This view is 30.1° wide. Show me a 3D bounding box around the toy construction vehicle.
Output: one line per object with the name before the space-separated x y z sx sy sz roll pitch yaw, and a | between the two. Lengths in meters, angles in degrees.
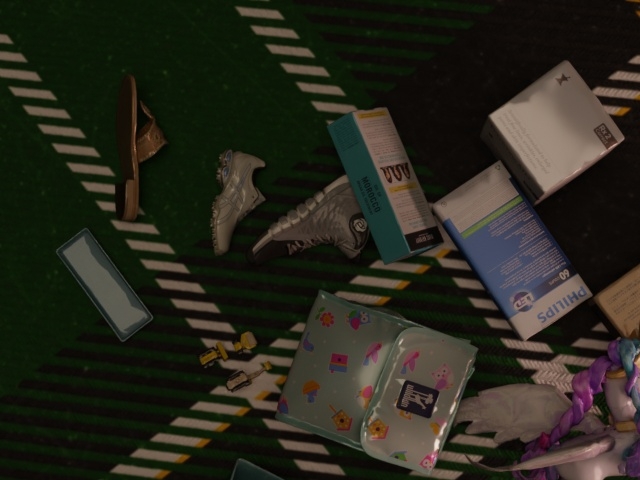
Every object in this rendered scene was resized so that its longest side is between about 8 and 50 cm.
toy construction vehicle | -0.138 0.200 1.943 0.098 0.035 0.086 -31 73 -2

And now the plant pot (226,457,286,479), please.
plant pot | -0.118 0.495 1.825 0.165 0.166 0.234 28 114 -4

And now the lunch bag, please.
lunch bag | 0.092 0.220 1.842 0.262 0.160 0.223 20 87 20

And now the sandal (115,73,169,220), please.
sandal | -0.291 -0.151 1.974 0.079 0.088 0.240 2 92 -27

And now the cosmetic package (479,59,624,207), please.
cosmetic package | 0.356 -0.162 1.861 0.151 0.184 0.151 -35 83 0

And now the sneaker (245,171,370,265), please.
sneaker | 0.000 0.000 1.923 0.228 0.086 0.132 -37 86 -1

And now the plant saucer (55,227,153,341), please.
plant saucer | -0.357 0.073 1.974 0.067 0.018 0.192 -38 84 0

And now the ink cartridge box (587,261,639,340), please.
ink cartridge box | 0.572 0.101 1.865 0.234 0.088 0.193 -35 81 -1

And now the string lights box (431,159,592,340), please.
string lights box | 0.303 0.018 1.902 0.133 0.077 0.260 -33 83 1

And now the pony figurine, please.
pony figurine | 0.397 0.322 1.793 0.351 0.303 0.363 -18 105 2

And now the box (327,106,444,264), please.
box | 0.104 -0.089 1.910 0.060 0.100 0.244 -27 82 39

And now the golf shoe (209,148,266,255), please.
golf shoe | -0.134 -0.059 1.948 0.086 0.069 0.176 9 86 -1
